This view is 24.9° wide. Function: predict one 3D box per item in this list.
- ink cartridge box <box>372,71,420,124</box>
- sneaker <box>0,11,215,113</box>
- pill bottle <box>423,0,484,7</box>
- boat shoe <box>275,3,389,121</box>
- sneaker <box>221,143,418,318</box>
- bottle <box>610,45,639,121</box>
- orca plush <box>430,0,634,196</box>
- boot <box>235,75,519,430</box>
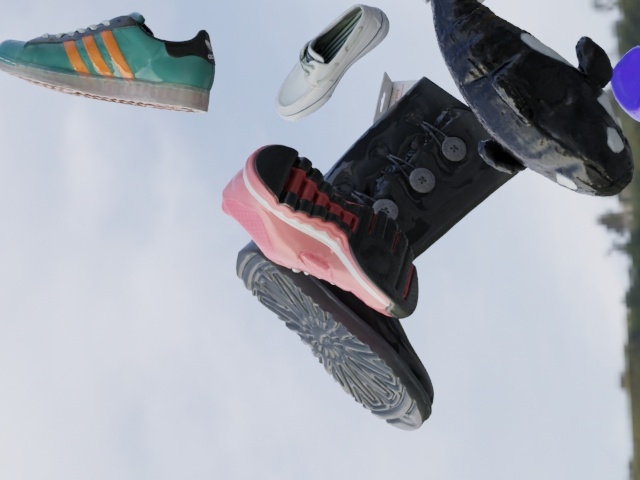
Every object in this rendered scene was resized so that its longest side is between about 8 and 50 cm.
[{"bbox_3d":[0.168,-0.207,2.578,0.198,0.067,0.115,43,-126,-52],"label":"ink cartridge box"},{"bbox_3d":[-0.288,-0.251,1.955,0.108,0.302,0.121,31,-112,-88],"label":"sneaker"},{"bbox_3d":[0.188,-0.446,2.365,0.193,0.108,0.108,43,-146,-1],"label":"pill bottle"},{"bbox_3d":[0.001,-0.276,2.183,0.076,0.226,0.083,20,-151,-53],"label":"boat shoe"},{"bbox_3d":[0.000,-0.001,1.953,0.314,0.136,0.116,41,-134,-16],"label":"sneaker"},{"bbox_3d":[0.548,-0.192,2.123,0.282,0.092,0.118,18,-144,-37],"label":"bottle"},{"bbox_3d":[0.188,-0.161,1.361,0.287,0.151,0.102,65,-165,7],"label":"orca plush"},{"bbox_3d":[0.146,0.010,2.166,0.367,0.146,0.445,47,-121,0],"label":"boot"}]
